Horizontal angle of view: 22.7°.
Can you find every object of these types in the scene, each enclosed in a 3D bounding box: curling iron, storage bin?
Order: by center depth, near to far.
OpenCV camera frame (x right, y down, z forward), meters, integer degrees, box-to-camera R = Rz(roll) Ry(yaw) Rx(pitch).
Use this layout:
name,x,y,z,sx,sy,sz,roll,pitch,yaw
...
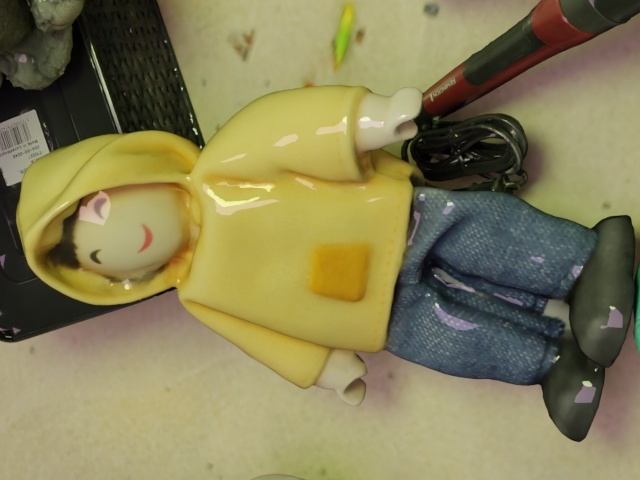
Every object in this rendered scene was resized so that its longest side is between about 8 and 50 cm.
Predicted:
name,x,y,z,sx,sy,sz,roll,pitch,yaw
curling iron,0.126,-0.093,0.705,0.068,0.035,0.274,47,137,-2
storage bin,-0.137,-0.049,0.852,0.122,0.084,0.180,-18,92,25

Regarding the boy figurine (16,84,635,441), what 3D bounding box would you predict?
name,x,y,z,sx,sy,sz,roll,pitch,yaw
boy figurine,0.000,0.000,0.740,0.285,0.092,0.177,15,127,-3

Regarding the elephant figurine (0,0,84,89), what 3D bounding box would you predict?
name,x,y,z,sx,sy,sz,roll,pitch,yaw
elephant figurine,-0.211,-0.118,0.688,0.186,0.239,0.169,46,118,9

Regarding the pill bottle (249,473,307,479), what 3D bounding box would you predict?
name,x,y,z,sx,sy,sz,roll,pitch,yaw
pill bottle,-0.101,0.273,0.833,0.334,0.188,0.188,-44,81,24

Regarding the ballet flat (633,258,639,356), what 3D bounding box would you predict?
name,x,y,z,sx,sy,sz,roll,pitch,yaw
ballet flat,0.194,-0.052,0.703,0.083,0.087,0.247,18,104,-1
